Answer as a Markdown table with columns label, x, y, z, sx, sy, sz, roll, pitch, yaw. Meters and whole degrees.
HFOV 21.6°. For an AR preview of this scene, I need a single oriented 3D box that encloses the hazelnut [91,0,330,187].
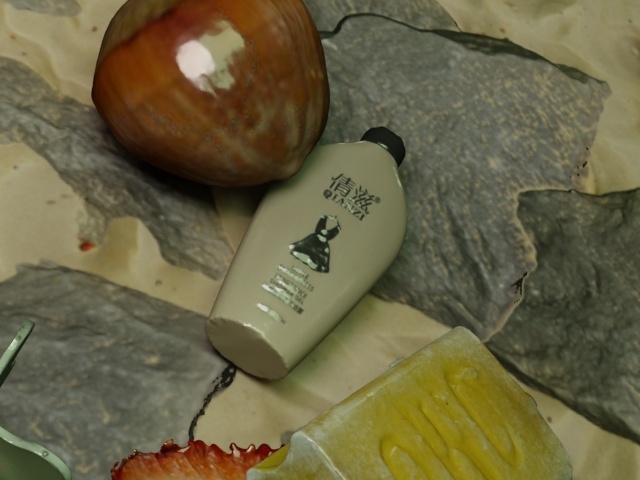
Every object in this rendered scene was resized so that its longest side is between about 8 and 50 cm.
| label | x | y | z | sx | sy | sz | roll | pitch | yaw |
| --- | --- | --- | --- | --- | --- | --- | --- | --- | --- |
| hazelnut | -0.084 | -0.138 | 1.405 | 0.214 | 0.176 | 0.214 | 13 | 56 | -20 |

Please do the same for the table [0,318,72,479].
| label | x | y | z | sx | sy | sz | roll | pitch | yaw |
| --- | --- | --- | --- | --- | --- | --- | --- | --- | --- |
| table | -0.262 | 0.149 | 1.188 | 0.166 | 0.198 | 0.166 | 9 | 63 | -18 |

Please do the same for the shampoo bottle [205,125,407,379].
| label | x | y | z | sx | sy | sz | roll | pitch | yaw |
| --- | --- | --- | --- | --- | --- | --- | --- | --- | --- |
| shampoo bottle | 0.000 | 0.000 | 1.432 | 0.127 | 0.078 | 0.257 | 33 | 56 | 0 |

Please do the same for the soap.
| label | x | y | z | sx | sy | sz | roll | pitch | yaw |
| --- | --- | --- | --- | --- | --- | --- | --- | --- | --- |
| soap | 0.078 | 0.184 | 1.312 | 0.173 | 0.089 | 0.274 | 53 | 33 | 7 |

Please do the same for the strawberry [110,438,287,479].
| label | x | y | z | sx | sy | sz | roll | pitch | yaw |
| --- | --- | --- | --- | --- | --- | --- | --- | --- | --- |
| strawberry | -0.073 | 0.219 | 1.298 | 0.208 | 0.087 | 0.167 | 20 | 35 | -11 |
